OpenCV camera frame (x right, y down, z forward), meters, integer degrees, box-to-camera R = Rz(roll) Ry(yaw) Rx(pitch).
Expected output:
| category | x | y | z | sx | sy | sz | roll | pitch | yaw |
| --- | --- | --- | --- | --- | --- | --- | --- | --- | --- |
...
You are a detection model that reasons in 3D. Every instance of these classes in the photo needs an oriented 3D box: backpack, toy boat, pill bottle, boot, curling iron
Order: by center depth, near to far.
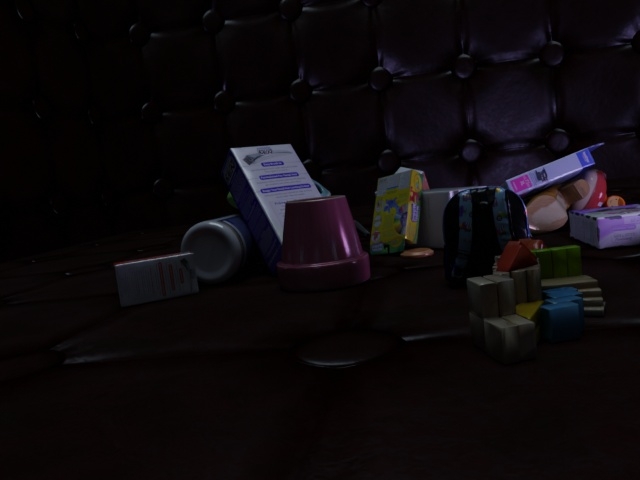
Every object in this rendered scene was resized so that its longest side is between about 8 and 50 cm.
| category | x | y | z | sx | sy | sz | roll | pitch | yaw |
| --- | --- | --- | --- | --- | --- | --- | --- | --- | --- |
| backpack | 0.298 | -0.012 | 0.987 | 0.158 | 0.173 | 0.117 | -5 | 7 | 19 |
| pill bottle | -0.233 | 0.012 | 1.400 | 0.153 | 0.153 | 0.264 | -5 | 7 | 14 |
| boot | 0.623 | -0.074 | 1.589 | 0.295 | 0.104 | 0.211 | -30 | -2 | -25 |
| toy boat | 0.850 | -0.127 | 1.666 | 0.151 | 0.151 | 0.231 | 29 | 23 | 24 |
| curling iron | 0.122 | -0.045 | 1.948 | 0.035 | 0.068 | 0.274 | -8 | 12 | -18 |

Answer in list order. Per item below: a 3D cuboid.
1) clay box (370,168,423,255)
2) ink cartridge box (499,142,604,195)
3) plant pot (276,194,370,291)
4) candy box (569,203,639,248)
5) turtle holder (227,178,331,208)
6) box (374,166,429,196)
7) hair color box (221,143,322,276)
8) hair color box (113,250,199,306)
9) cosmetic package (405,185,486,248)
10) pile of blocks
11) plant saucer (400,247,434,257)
| category | x | y | z | sx | sy | sz | roll | pitch | yaw |
| --- | --- | --- | --- | --- | --- | --- | --- | --- | --- |
| clay box | 0.200 | -0.067 | 1.444 | 0.053 | 0.222 | 0.127 | 19 | -18 | -36 |
| ink cartridge box | 0.686 | -0.191 | 1.652 | 0.311 | 0.065 | 0.186 | -24 | -9 | -1 |
| plant pot | 0.000 | 0.000 | 1.160 | 0.201 | 0.180 | 0.201 | -6 | 6 | 1 |
| candy box | 0.676 | -0.035 | 1.231 | 0.164 | 0.070 | 0.196 | -6 | 6 | 9 |
| turtle holder | -0.095 | -0.101 | 1.608 | 0.243 | 0.320 | 0.227 | -48 | 18 | -12 |
| box | 0.255 | -0.106 | 1.606 | 0.130 | 0.170 | 0.091 | -45 | 39 | -22 |
| hair color box | -0.097 | -0.086 | 1.382 | 0.185 | 0.339 | 0.110 | -11 | -29 | -35 |
| hair color box | -0.358 | 0.082 | 1.195 | 0.167 | 0.093 | 0.053 | -9 | 7 | -21 |
| cosmetic package | 0.335 | -0.064 | 1.475 | 0.151 | 0.151 | 0.183 | -11 | 9 | -35 |
| pile of blocks | 0.297 | 0.050 | 0.733 | 0.149 | 0.113 | 0.362 | -3 | 8 | 28 |
| plant saucer | 0.241 | 0.030 | 1.365 | 0.083 | 0.013 | 0.083 | -8 | 7 | 1 |
